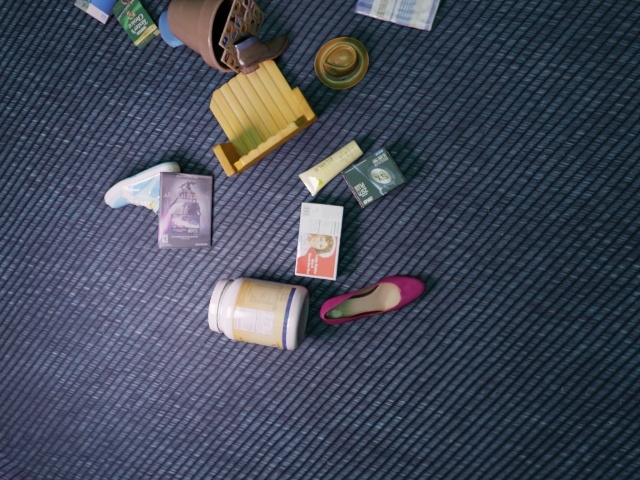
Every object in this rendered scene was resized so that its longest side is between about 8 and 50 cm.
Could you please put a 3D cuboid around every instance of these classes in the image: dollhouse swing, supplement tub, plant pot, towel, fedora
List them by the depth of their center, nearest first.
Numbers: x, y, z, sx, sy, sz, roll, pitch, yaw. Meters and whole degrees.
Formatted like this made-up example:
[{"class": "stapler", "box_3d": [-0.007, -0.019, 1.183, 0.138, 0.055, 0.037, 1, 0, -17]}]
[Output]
[{"class": "dollhouse swing", "box_3d": [-0.232, -0.451, 1.508, 0.346, 0.315, 0.305, -32, 99, 9]}, {"class": "towel", "box_3d": [0.280, -0.858, 1.520, 0.285, 0.034, 0.209, 17, 98, 9]}, {"class": "plant pot", "box_3d": [-0.393, -0.750, 1.527, 0.229, 0.263, 0.263, 24, 97, 17]}, {"class": "fedora", "box_3d": [0.071, -0.631, 1.541, 0.194, 0.079, 0.194, 1, 94, 9]}, {"class": "supplement tub", "box_3d": [-0.213, 0.253, 1.564, 0.316, 0.228, 0.228, 8, 95, 8]}]

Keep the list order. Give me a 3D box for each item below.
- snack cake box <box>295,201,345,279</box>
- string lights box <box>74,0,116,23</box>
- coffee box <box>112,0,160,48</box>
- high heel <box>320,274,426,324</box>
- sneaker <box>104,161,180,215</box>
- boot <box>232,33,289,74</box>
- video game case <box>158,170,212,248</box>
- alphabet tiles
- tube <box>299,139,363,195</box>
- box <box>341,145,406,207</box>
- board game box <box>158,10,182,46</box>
[{"class": "snack cake box", "box_3d": [0.000, 0.000, 1.587, 0.152, 0.089, 0.264, 7, 95, 6]}, {"class": "string lights box", "box_3d": [-0.796, -0.954, 1.626, 0.133, 0.076, 0.260, 37, 99, 34]}, {"class": "coffee box", "box_3d": [-0.697, -0.836, 1.660, 0.113, 0.040, 0.184, -34, 88, 9]}, {"class": "high heel", "box_3d": [0.186, 0.216, 1.526, 0.377, 0.181, 0.127, -20, 91, 9]}, {"class": "sneaker", "box_3d": [-0.646, -0.144, 1.656, 0.319, 0.127, 0.208, -24, 89, 10]}, {"class": "boot", "box_3d": [-0.207, -0.686, 1.537, 0.219, 0.106, 0.082, -43, 49, -13]}, {"class": "video game case", "box_3d": [-0.495, -0.108, 1.618, 0.026, 0.196, 0.274, 9, 97, 50]}, {"class": "alphabet tiles", "box_3d": [-0.274, -0.717, 1.527, 0.009, 0.198, 0.237, 24, 97, 15]}, {"class": "tube", "box_3d": [0.042, -0.265, 1.582, 0.240, 0.062, 0.070, -34, 48, 14]}, {"class": "box", "box_3d": [0.188, -0.221, 1.551, 0.180, 0.077, 0.147, -31, 89, 9]}, {"class": "board game box", "box_3d": [-0.515, -0.797, 1.640, 0.168, 0.033, 0.133, -20, 92, -1]}]
